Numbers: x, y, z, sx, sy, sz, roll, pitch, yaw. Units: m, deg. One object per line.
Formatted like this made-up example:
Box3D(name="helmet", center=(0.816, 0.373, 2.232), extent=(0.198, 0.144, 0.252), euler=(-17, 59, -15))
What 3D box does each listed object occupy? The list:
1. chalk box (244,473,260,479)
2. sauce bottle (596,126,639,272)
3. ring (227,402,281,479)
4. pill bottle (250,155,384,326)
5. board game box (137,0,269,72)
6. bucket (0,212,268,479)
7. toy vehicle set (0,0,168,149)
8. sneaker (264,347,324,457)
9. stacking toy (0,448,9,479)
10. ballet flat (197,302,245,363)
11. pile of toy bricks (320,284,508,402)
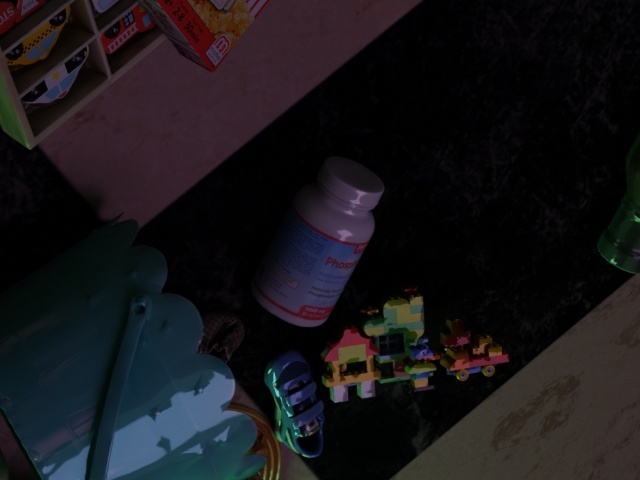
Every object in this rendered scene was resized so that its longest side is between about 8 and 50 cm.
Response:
Box3D(name="chalk box", center=(-0.140, 0.276, 1.791), extent=(0.132, 0.132, 0.213), euler=(-29, 148, -17))
Box3D(name="sauce bottle", center=(0.414, -0.119, 1.989), extent=(0.111, 0.111, 0.344), euler=(-3, 130, -41))
Box3D(name="ring", center=(-0.181, 0.316, 1.940), extent=(0.337, 0.032, 0.336), euler=(-24, 140, -22))
Box3D(name="pill bottle", center=(0.000, 0.000, 1.747), extent=(0.087, 0.087, 0.160), euler=(2, 125, -43))
Box3D(name="board game box", center=(-0.071, -0.251, 1.398), extent=(0.193, 0.045, 0.147), euler=(-53, 149, -8))
Box3D(name="bucket", center=(-0.191, 0.135, 1.571), extent=(0.183, 0.281, 0.281), euler=(-30, 141, -12))
Box3D(name="toy vehicle set", center=(-0.163, -0.214, 1.381), extent=(0.267, 0.035, 0.166), euler=(-43, 145, -23))
Box3D(name="sneaker", center=(-0.023, 0.178, 1.921), extent=(0.053, 0.059, 0.144), euler=(-27, 132, -19))
Box3D(name="stacking toy", center=(-0.444, 0.273, 1.586), extent=(0.330, 0.141, 0.141), euler=(-41, 143, 4))
Box3D(name="ballet flat", center=(-0.181, 0.149, 1.754), extent=(0.250, 0.058, 0.084), euler=(-32, 141, -15))
Box3D(name="pile of toy bricks", center=(0.092, 0.102, 1.938), extent=(0.212, 0.118, 0.105), euler=(-7, 104, -17))
